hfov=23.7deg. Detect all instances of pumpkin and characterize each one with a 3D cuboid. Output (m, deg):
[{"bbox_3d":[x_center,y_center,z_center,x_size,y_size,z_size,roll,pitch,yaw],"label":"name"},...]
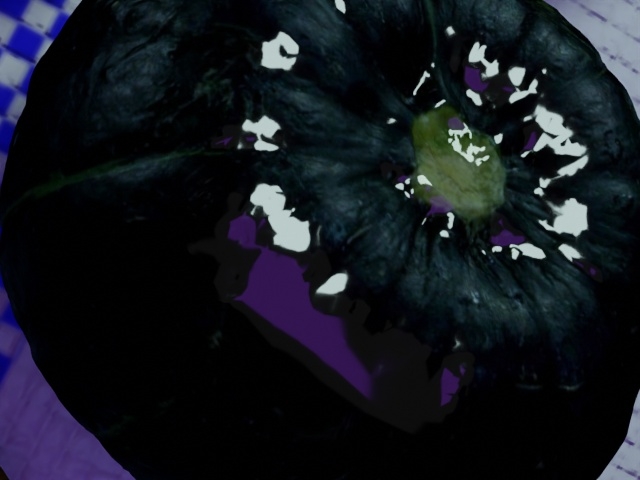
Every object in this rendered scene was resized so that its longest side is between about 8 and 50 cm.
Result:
[{"bbox_3d":[0.000,0.000,0.713,0.315,0.238,0.315,6,75,-25],"label":"pumpkin"}]

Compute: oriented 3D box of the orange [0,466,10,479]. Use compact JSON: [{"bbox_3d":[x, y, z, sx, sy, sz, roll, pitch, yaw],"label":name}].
[{"bbox_3d":[-0.218,0.163,0.738,0.156,0.134,0.157,2,56,-3],"label":"orange"}]
